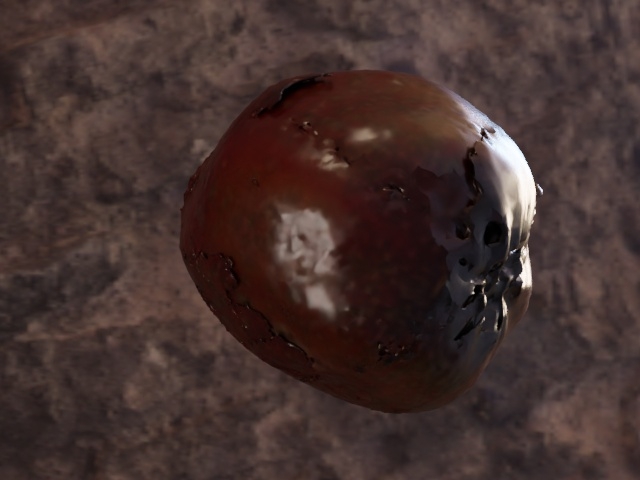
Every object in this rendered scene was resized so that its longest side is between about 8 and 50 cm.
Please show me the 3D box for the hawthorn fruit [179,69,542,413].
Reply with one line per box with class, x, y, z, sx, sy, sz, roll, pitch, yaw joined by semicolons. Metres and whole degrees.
hawthorn fruit;0.000;0.000;0.754;0.181;0.235;0.181;-12;-75;-53
